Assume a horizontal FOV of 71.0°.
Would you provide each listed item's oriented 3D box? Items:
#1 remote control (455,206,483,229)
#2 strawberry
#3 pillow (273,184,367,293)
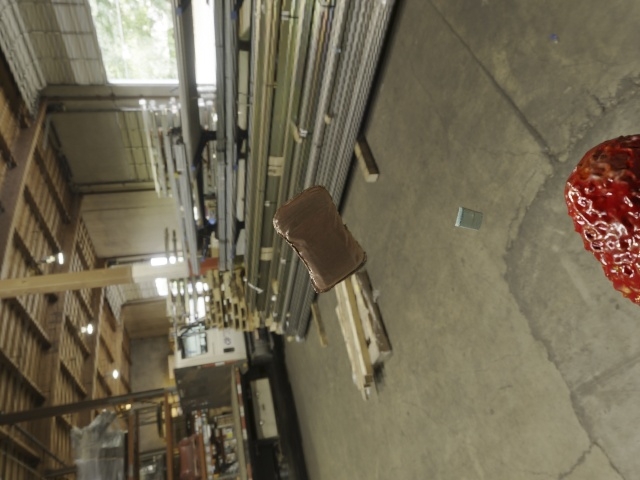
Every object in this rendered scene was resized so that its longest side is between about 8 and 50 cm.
[{"bbox_3d":[0.460,-0.065,1.377,0.029,0.162,0.061,18,99,42],"label":"remote control"},{"bbox_3d":[0.480,-0.027,0.564,0.257,0.261,0.261,29,124,56],"label":"strawberry"},{"bbox_3d":[0.002,-0.002,0.915,0.211,0.135,0.034,59,174,-19],"label":"pillow"}]
